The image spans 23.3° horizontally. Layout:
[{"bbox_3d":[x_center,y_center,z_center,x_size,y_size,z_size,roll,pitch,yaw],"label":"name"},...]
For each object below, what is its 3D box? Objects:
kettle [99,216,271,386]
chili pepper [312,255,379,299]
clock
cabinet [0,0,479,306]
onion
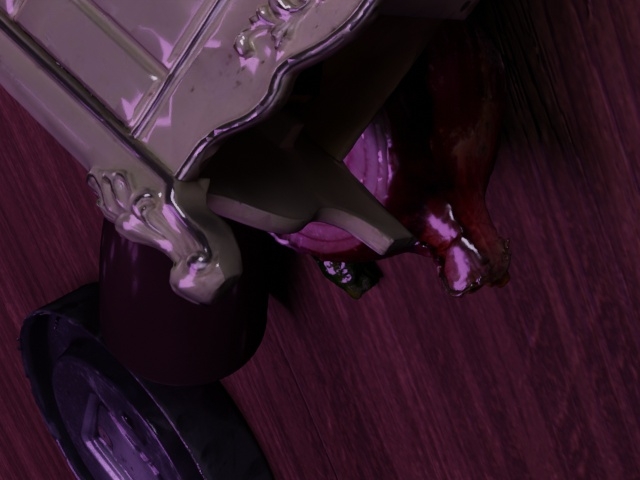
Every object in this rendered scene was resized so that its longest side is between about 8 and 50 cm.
[{"bbox_3d":[-0.106,-0.022,1.252,0.232,0.144,0.202,101,165,-53],"label":"kettle"},{"bbox_3d":[-0.003,-0.004,1.191,0.118,0.035,0.055,43,151,25],"label":"chili pepper"},{"bbox_3d":[-0.186,0.221,1.684,0.386,0.076,0.386,38,147,30],"label":"clock"},{"bbox_3d":[-0.039,-0.184,0.723,0.318,0.227,0.290,44,112,18],"label":"cabinet"},{"bbox_3d":[0.050,-0.057,0.918,0.218,0.140,0.195,47,133,24],"label":"onion"}]
